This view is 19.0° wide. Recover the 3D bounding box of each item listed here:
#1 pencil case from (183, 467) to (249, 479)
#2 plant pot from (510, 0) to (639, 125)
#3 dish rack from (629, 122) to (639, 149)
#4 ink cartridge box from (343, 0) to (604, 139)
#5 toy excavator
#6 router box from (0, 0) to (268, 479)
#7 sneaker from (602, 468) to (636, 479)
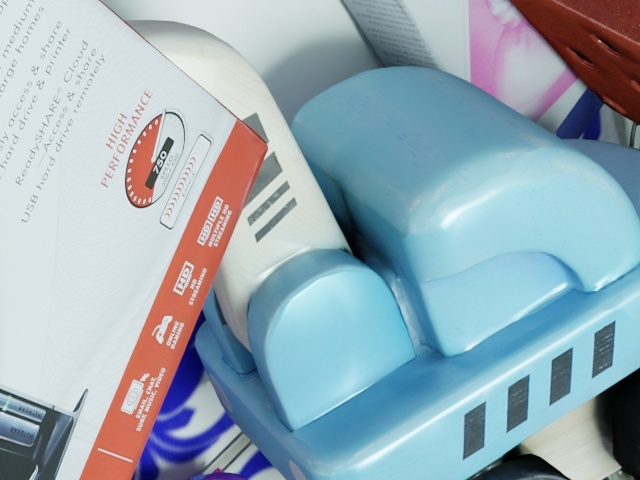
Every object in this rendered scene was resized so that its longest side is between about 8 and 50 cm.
[{"bbox_3d":[-0.126,0.180,1.036,0.236,0.104,0.104,1,106,-48],"label":"pencil case"},{"bbox_3d":[0.253,-0.174,1.080,0.236,0.267,0.267,-53,138,0],"label":"plant pot"},{"bbox_3d":[0.294,-0.118,1.344,0.271,0.074,0.208,-37,143,-25],"label":"dish rack"},{"bbox_3d":[0.162,-0.201,1.200,0.324,0.071,0.330,-53,135,-17],"label":"ink cartridge box"},{"bbox_3d":[0.000,0.000,1.007,0.433,0.222,0.445,-29,122,-14],"label":"toy excavator"},{"bbox_3d":[-0.166,0.062,0.683,0.335,0.082,0.301,-68,157,-6],"label":"router box"},{"bbox_3d":[0.288,0.201,1.472,0.122,0.110,0.283,-48,135,-27],"label":"sneaker"}]
